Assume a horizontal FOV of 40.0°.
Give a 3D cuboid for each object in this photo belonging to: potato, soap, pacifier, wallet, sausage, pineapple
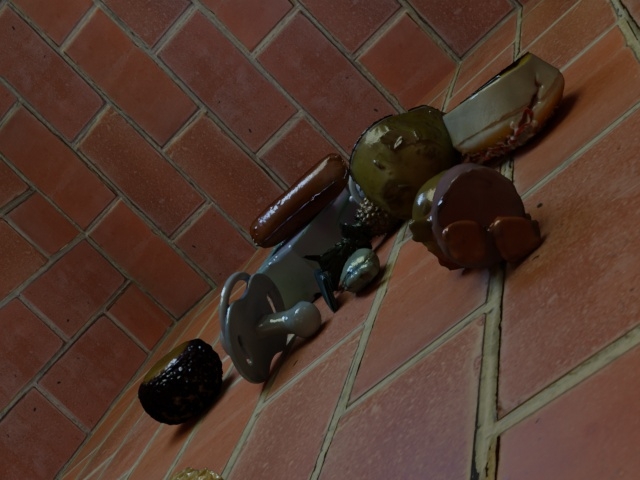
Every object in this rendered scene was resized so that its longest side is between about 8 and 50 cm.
[{"bbox_3d":[0.229,-0.160,1.985,0.299,0.196,0.246,-21,-36,-38],"label":"potato"},{"bbox_3d":[0.000,0.000,2.400,0.261,0.156,0.446,-41,8,29],"label":"soap"},{"bbox_3d":[-0.105,0.176,1.973,0.225,0.238,0.287,-10,20,21],"label":"pacifier"},{"bbox_3d":[0.014,0.110,2.012,0.026,0.088,0.129,-21,9,-5],"label":"wallet"},{"bbox_3d":[-0.051,-0.098,2.265,0.330,0.102,0.102,-39,9,21],"label":"sausage"},{"bbox_3d":[0.084,-0.005,2.134,0.277,0.119,0.130,-44,-6,-18],"label":"pineapple"}]

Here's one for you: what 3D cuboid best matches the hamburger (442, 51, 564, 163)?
[{"bbox_3d":[0.386,-0.272,1.841,0.227,0.151,0.295,-41,2,-16],"label":"hamburger"}]

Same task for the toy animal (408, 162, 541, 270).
[{"bbox_3d":[0.224,-0.037,1.395,0.195,0.169,0.281,-3,-2,-6],"label":"toy animal"}]

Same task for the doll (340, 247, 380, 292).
[{"bbox_3d":[0.084,0.065,1.918,0.103,0.071,0.214,-44,4,-3],"label":"doll"}]

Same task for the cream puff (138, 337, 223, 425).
[{"bbox_3d":[-0.357,0.372,2.283,0.239,0.165,0.239,-40,8,6],"label":"cream puff"}]

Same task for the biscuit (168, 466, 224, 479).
[{"bbox_3d":[-0.291,0.515,1.662,0.204,0.040,0.309,-49,8,-26],"label":"biscuit"}]

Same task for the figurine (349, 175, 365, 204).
[{"bbox_3d":[0.181,-0.167,2.332,0.236,0.163,0.141,-27,3,-1],"label":"figurine"}]
